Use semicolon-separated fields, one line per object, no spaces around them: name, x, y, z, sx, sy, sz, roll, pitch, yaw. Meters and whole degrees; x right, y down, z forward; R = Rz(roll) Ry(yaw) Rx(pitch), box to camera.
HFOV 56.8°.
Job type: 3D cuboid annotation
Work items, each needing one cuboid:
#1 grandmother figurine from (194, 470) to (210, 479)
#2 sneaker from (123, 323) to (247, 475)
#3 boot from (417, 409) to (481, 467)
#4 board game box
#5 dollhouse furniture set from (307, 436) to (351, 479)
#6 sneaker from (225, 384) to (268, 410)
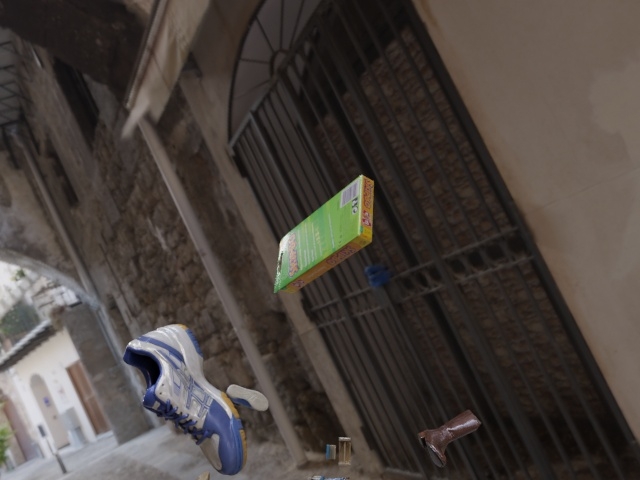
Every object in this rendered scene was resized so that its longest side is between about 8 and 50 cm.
grandmother figurine;-0.185;0.652;1.209;0.207;0.342;0.104;-36;0;28
sneaker;-0.244;0.290;1.036;0.131;0.296;0.112;-11;-34;-48
boot;0.237;0.340;1.029;0.114;0.037;0.106;-20;13;-8
board game box;0.000;0.000;1.040;0.039;0.124;0.259;26;-39;-28
dollhouse furniture set;0.030;0.713;1.857;0.129;0.184;0.129;1;-18;4
sneaker;-0.254;0.544;2.031;0.084;0.152;0.058;126;165;-61
